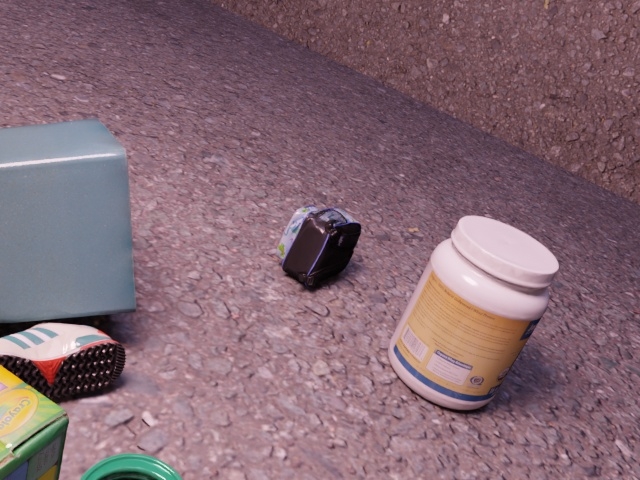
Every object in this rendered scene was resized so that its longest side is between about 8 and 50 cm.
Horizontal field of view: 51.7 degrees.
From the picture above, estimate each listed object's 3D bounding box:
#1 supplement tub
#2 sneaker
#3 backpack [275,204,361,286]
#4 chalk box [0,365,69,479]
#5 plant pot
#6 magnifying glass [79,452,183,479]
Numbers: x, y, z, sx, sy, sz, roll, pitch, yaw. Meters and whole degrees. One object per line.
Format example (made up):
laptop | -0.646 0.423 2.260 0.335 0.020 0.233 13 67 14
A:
supplement tub | 0.180 0.086 0.790 0.145 0.199 0.144 17 26 -9
sneaker | -0.264 0.107 0.594 0.161 0.057 0.075 -3 18 -39
backpack | 0.000 0.000 0.930 0.084 0.105 0.114 35 24 24
chalk box | -0.252 0.155 0.409 0.213 0.132 0.132 29 27 14
plant pot | -0.318 -0.019 0.639 0.234 0.165 0.166 -7 23 -25
magnifying glass | -0.140 0.241 0.453 0.092 0.026 0.231 15 25 -14
